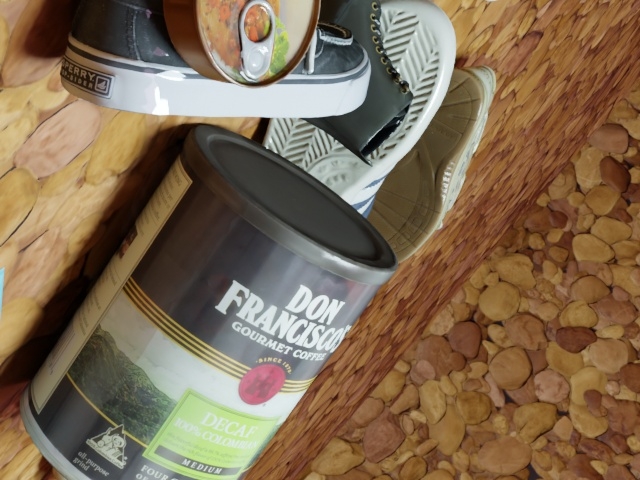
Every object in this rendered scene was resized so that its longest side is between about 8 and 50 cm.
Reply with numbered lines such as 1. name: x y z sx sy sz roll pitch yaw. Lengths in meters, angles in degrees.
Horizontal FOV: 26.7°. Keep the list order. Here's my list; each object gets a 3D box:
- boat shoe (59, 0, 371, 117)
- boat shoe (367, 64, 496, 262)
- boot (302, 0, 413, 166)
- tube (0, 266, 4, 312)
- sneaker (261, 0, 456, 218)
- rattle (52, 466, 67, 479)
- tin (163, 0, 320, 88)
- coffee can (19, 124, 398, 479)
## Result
1. boat shoe: -0.052 -0.148 0.907 0.306 0.113 0.105 -8 119 -54
2. boat shoe: 0.142 -0.091 1.701 0.089 0.104 0.285 -26 150 -56
3. boot: 0.045 -0.166 1.108 0.198 0.137 0.077 -52 167 -4
4. tube: -0.268 0.112 0.997 0.080 0.052 0.207 -54 166 -47
5. sneaker: 0.020 -0.095 1.274 0.350 0.131 0.148 -53 175 31
6. rattle: -0.192 0.218 1.332 0.199 0.143 0.130 -62 179 15
7. tin: -0.044 -0.185 0.787 0.106 0.040 0.189 -11 108 -44
8. coffee can: -0.094 0.072 1.125 0.275 0.201 0.201 -55 166 14
